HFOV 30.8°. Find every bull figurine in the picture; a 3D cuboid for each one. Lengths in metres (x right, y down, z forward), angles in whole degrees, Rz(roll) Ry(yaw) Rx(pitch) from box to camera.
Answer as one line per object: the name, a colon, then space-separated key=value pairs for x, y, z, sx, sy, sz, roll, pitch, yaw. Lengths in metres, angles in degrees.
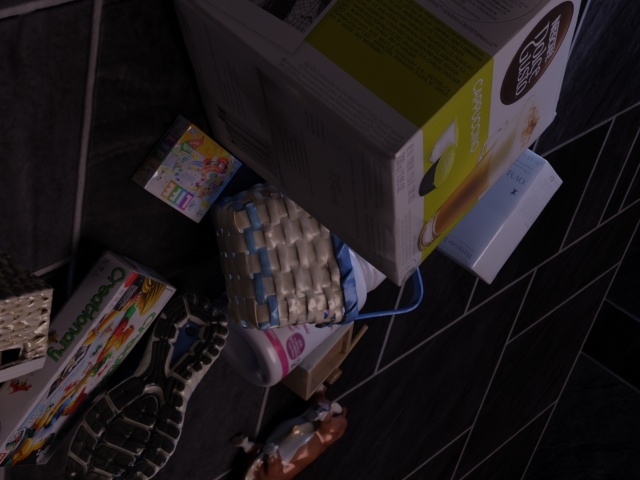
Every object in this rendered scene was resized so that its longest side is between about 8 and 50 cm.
bull figurine: x=-0.072 y=0.397 z=2.188 sx=0.310 sy=0.101 sz=0.188 roll=-42 pitch=149 yaw=-22

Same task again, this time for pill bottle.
pill bottle: x=-0.030 y=0.085 z=1.828 sx=0.283 sy=0.160 sz=0.160 roll=-40 pitch=150 yaw=-28

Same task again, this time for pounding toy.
pounding toy: x=-0.004 y=0.187 z=2.075 sx=0.181 sy=0.094 sz=0.206 roll=-47 pitch=162 yaw=-25

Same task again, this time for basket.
basket: x=0.000 y=0.000 z=1.651 sx=0.289 sy=0.201 sz=0.255 roll=-11 pitch=95 yaw=-18
basket: x=-0.380 y=0.069 z=1.245 sx=0.113 sy=0.167 sz=0.103 roll=-16 pitch=128 yaw=-51

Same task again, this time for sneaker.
sneaker: x=-0.246 y=0.234 z=1.639 sx=0.330 sy=0.129 sz=0.147 roll=-56 pitch=-176 yaw=-30

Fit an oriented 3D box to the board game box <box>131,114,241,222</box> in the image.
board game box: x=-0.174 y=-0.092 z=1.536 sx=0.103 sy=0.026 sz=0.154 roll=-54 pitch=153 yaw=0

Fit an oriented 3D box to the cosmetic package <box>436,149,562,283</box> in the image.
cosmetic package: x=0.255 y=-0.084 z=2.017 sx=0.225 sy=0.224 sz=0.138 roll=-56 pitch=154 yaw=3

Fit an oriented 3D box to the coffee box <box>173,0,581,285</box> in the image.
coffee box: x=0.076 y=-0.222 z=1.405 sx=0.334 sy=0.338 sz=0.338 roll=-45 pitch=160 yaw=-16

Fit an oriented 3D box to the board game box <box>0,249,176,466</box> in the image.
board game box: x=-0.322 y=0.159 z=1.517 sx=0.305 sy=0.053 sz=0.193 roll=-53 pitch=167 yaw=-1
